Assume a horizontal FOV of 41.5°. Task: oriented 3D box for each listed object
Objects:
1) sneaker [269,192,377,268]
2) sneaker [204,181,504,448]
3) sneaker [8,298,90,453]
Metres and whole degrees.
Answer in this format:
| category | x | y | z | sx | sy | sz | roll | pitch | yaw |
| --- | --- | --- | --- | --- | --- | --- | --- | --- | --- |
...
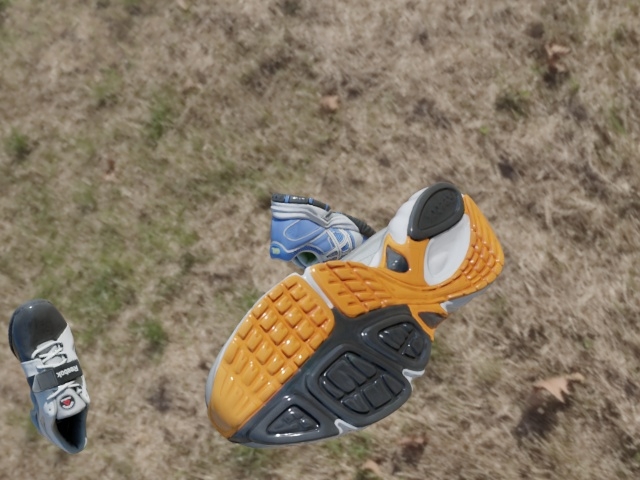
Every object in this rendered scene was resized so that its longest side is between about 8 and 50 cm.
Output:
| category | x | y | z | sx | sy | sz | roll | pitch | yaw |
| --- | --- | --- | --- | --- | --- | --- | --- | --- | --- |
| sneaker | 0.000 | 0.000 | 1.069 | 0.080 | 0.211 | 0.081 | 9 | 84 | 38 |
| sneaker | 0.017 | 0.061 | 0.551 | 0.099 | 0.262 | 0.121 | 53 | 136 | 6 |
| sneaker | -0.511 | 0.271 | 1.654 | 0.122 | 0.330 | 0.146 | -25 | 32 | -33 |
